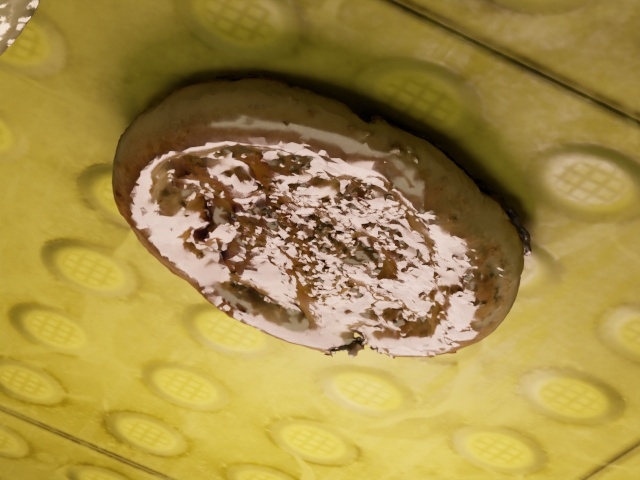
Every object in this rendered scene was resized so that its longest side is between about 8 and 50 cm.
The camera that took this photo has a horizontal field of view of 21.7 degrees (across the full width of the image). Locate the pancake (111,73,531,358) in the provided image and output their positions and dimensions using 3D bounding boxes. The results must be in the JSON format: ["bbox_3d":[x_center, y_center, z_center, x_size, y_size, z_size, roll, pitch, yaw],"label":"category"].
[{"bbox_3d":[0.000,-0.001,1.492,0.382,0.071,0.382,13,147,9],"label":"pancake"}]

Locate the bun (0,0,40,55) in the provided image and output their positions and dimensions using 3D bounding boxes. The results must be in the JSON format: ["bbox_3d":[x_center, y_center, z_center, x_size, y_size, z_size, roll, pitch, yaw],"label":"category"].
[{"bbox_3d":[-0.339,-0.228,1.214,0.287,0.146,0.287,-9,139,-8],"label":"bun"}]
